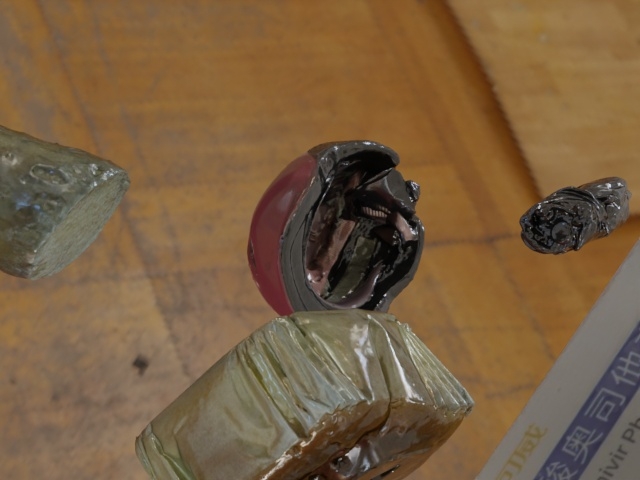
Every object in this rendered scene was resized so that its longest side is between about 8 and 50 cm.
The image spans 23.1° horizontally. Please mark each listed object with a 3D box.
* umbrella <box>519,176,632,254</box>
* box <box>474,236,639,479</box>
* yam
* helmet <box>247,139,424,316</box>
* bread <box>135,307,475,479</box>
[{"bbox_3d":[0.238,-0.025,1.403,0.066,0.059,0.236,2,8,22],"label":"umbrella"},{"bbox_3d":[0.227,0.071,0.824,0.065,0.200,0.343,42,78,-34],"label":"box"},{"bbox_3d":[-0.348,-0.061,1.418,0.330,0.133,0.133,20,45,5],"label":"yam"},{"bbox_3d":[0.000,0.000,1.664,0.253,0.154,0.198,-39,116,-38],"label":"helmet"},{"bbox_3d":[-0.010,0.145,1.156,0.192,0.210,0.109,8,49,-52],"label":"bread"}]
